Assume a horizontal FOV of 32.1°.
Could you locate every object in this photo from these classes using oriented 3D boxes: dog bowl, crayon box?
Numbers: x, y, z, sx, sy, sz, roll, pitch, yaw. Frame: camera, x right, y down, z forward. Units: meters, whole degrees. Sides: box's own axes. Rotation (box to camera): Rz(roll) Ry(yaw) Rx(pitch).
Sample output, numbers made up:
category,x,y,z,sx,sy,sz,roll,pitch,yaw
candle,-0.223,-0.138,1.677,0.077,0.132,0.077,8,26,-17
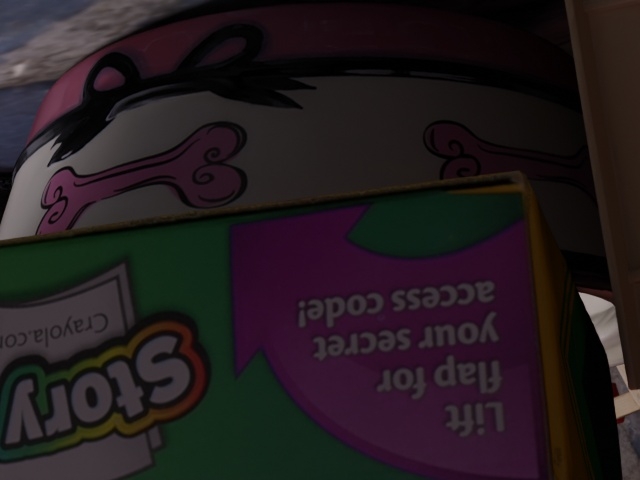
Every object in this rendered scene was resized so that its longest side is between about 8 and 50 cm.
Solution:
category,x,y,z,sx,sy,sz,roll,pitch,yaw
dog bowl,0.000,0.000,0.667,0.408,0.150,0.408,-2,164,0
crayon box,-0.063,0.084,0.492,0.363,0.106,0.313,-7,162,16

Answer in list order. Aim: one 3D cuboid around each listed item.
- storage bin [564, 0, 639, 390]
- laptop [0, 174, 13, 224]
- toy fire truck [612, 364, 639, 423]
category,x,y,z,sx,sy,sz,roll,pitch,yaw
storage bin,0.223,-0.042,0.531,0.123,0.260,0.262,-11,174,28
laptop,-0.366,0.010,0.826,0.234,0.136,0.264,-4,137,-51
toy fire truck,0.239,0.080,0.862,0.047,0.135,0.192,-5,175,-20
